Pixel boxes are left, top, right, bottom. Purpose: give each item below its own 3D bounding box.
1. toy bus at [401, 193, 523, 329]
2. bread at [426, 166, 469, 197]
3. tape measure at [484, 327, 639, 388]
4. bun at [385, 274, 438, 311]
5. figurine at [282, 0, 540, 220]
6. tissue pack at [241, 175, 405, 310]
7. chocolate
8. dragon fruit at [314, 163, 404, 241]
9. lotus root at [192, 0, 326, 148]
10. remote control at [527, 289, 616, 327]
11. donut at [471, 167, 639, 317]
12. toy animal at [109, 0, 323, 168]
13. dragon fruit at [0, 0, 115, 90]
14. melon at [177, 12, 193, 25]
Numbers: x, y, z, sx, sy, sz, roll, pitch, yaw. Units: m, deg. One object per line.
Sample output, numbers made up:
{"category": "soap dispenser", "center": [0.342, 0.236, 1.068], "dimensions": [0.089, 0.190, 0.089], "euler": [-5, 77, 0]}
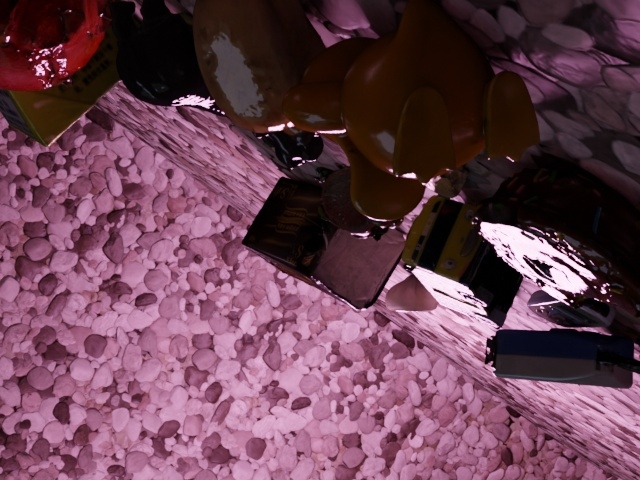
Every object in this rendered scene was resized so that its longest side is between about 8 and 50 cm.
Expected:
{"category": "toy bus", "center": [0.226, 0.035, 1.173], "dimensions": [0.150, 0.128, 0.262], "euler": [22, 170, 28]}
{"category": "bread", "center": [0.109, -0.139, 1.006], "dimensions": [0.182, 0.039, 0.251], "euler": [33, 174, 21]}
{"category": "tape measure", "center": [0.471, 0.197, 1.241], "dimensions": [0.351, 0.098, 0.215], "euler": [0, 170, 41]}
{"category": "bun", "center": [0.237, 0.137, 1.982], "dimensions": [0.138, 0.094, 0.138], "euler": [-1, -178, 0]}
{"category": "figurine", "center": [0.078, -0.133, 0.757], "dimensions": [0.215, 0.215, 0.228], "euler": [36, 155, -11]}
{"category": "tissue pack", "center": [0.000, 0.000, 1.736], "dimensions": [0.198, 0.210, 0.370], "euler": [32, 173, -32]}
{"category": "chocolate", "center": [-0.495, -0.338, 1.457], "dimensions": [0.301, 0.289, 0.137], "euler": [24, 156, 53]}
{"category": "dragon fruit", "center": [0.075, -0.061, 1.342], "dimensions": [0.138, 0.142, 0.175], "euler": [-19, 160, 37]}
{"category": "lotus root", "center": [-0.067, -0.219, 0.868], "dimensions": [0.140, 0.154, 0.257], "euler": [5, 140, 26]}
{"category": "remote control", "center": [0.405, 0.107, 1.235], "dimensions": [0.087, 0.047, 0.244], "euler": [32, 173, 2]}
{"category": "donut", "center": [0.287, -0.003, 0.878], "dimensions": [0.216, 0.096, 0.230], "euler": [37, 173, 1]}
{"category": "toy animal", "center": [-0.118, -0.220, 1.011], "dimensions": [0.106, 0.168, 0.343], "euler": [-17, 157, 37]}
{"category": "dragon fruit", "center": [-0.467, -0.374, 1.133], "dimensions": [0.295, 0.295, 0.301], "euler": [30, -173, 28]}
{"category": "melon", "center": [-0.167, -0.281, 1.227], "dimensions": [0.118, 0.064, 0.209], "euler": [28, 168, 47]}
